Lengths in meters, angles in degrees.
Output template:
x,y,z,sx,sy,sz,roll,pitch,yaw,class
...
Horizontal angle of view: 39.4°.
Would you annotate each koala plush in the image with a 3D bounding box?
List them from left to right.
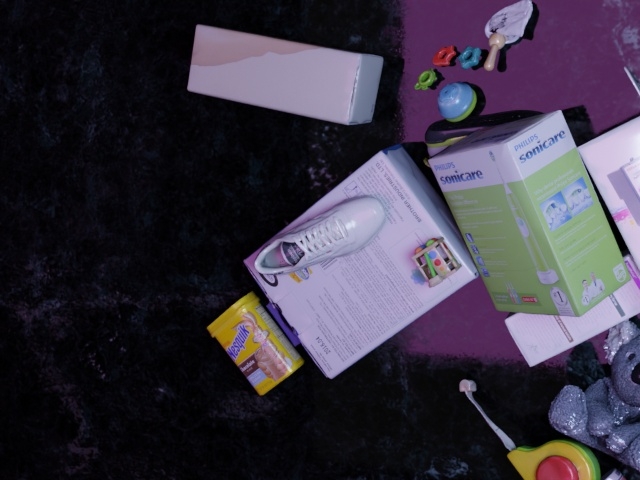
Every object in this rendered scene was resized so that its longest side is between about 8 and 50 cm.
x,y,z,sx,sy,sz,roll,pitch,yaw,class
0.510,0.247,1.456,0.196,0.203,0.221,24,86,28,koala plush

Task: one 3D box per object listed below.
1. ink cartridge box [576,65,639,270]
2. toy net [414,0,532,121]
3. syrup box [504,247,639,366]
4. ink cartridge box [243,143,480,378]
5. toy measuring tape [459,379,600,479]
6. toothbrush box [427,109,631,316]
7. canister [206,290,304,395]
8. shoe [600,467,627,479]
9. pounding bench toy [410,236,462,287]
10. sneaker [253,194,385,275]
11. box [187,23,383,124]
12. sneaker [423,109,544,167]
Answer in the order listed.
x,y,z,sx,sy,sz,roll,pitch,yaw,class
0.499,-0.081,1.367,0.119,0.207,0.354,-27,87,22,ink cartridge box
0.268,-0.313,1.502,0.232,0.045,0.122,-46,44,14,toy net
0.435,0.109,1.484,0.236,0.093,0.096,-31,87,22,syrup box
0.055,0.054,1.588,0.395,0.151,0.270,-38,85,20,ink cartridge box
0.377,0.346,1.529,0.121,0.121,0.330,-47,63,21,toy measuring tape
0.318,-0.035,1.375,0.283,0.122,0.206,63,157,-10,toothbrush box
-0.123,0.200,1.715,0.170,0.073,0.126,52,127,4,canister
0.473,0.480,1.547,0.178,0.063,0.081,-45,76,17,shoe
0.179,0.034,1.416,0.052,0.083,0.065,-34,87,22,pounding bench toy
0.000,0.000,1.472,0.235,0.095,0.090,-28,87,21,sneaker
-0.061,-0.293,1.578,0.311,0.148,0.121,14,103,17,box
0.290,-0.160,1.515,0.234,0.084,0.097,0,118,24,sneaker
